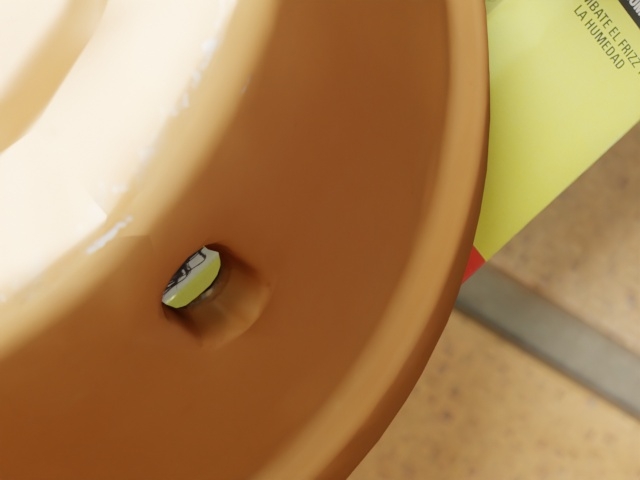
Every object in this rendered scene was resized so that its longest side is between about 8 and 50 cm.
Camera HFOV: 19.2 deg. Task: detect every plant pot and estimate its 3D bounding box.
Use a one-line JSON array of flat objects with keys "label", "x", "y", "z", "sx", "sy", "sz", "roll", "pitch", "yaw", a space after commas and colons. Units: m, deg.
[{"label": "plant pot", "x": -0.102, "y": -0.051, "z": 0.409, "sx": 0.291, "sy": 0.203, "sz": 0.290, "roll": 0, "pitch": 80, "yaw": 1}]

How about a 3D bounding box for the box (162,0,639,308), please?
[{"label": "box", "x": 0.000, "y": 0.000, "z": 0.551, "sx": 0.232, "sy": 0.087, "sz": 0.058, "roll": -42, "pitch": 106, "yaw": -7}]
